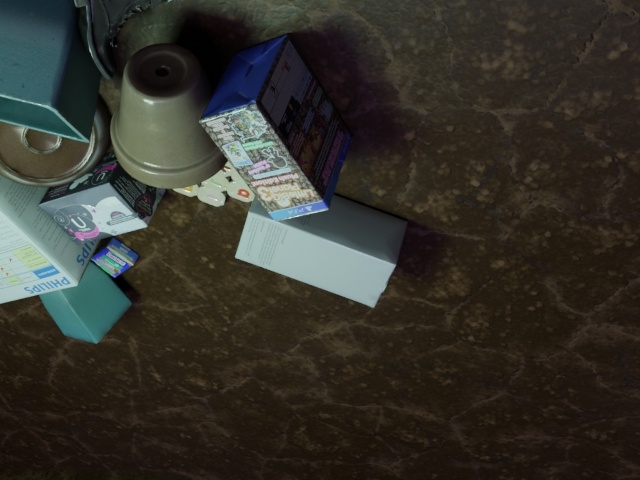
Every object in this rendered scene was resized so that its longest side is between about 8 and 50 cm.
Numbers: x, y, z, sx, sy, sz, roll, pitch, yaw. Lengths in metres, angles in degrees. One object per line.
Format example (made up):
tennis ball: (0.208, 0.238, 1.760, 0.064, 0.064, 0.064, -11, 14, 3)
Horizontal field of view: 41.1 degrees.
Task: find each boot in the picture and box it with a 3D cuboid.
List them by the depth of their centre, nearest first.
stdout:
boot: (-0.356, -0.451, 1.645, 0.229, 0.091, 0.262, -22, 135, -16)

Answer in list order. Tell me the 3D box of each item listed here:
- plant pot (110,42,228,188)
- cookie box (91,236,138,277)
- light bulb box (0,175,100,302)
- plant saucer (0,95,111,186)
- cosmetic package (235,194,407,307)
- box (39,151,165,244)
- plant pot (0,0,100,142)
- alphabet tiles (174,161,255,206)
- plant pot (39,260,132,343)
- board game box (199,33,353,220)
plant pot: (-0.308, -0.271, 1.744, 0.263, 0.263, 0.229, 14, 152, 4)
cookie box: (-0.580, 0.048, 2.398, 0.092, 0.040, 0.107, 39, 135, -22)
light bulb box: (-0.830, -0.045, 2.241, 0.358, 0.225, 0.361, -13, 132, 30)
plant saucer: (-0.638, -0.246, 1.962, 0.311, 0.050, 0.310, -9, 126, -13)
cosmetic package: (0.000, 0.000, 2.050, 0.366, 0.155, 0.197, 20, 140, -4)
box: (-0.544, -0.105, 2.135, 0.247, 0.142, 0.163, -12, 131, 30)
plant pot: (-0.583, -0.374, 1.741, 0.248, 0.252, 0.247, 15, 171, 4)
alphabet tiles: (-0.273, -0.194, 2.032, 0.278, 0.021, 0.284, 21, 140, -2)
plant pot: (-0.695, 0.146, 2.436, 0.166, 0.165, 0.234, 7, 137, 39)
board game box: (-0.081, -0.229, 1.762, 0.141, 0.232, 0.291, -11, 132, 31)
